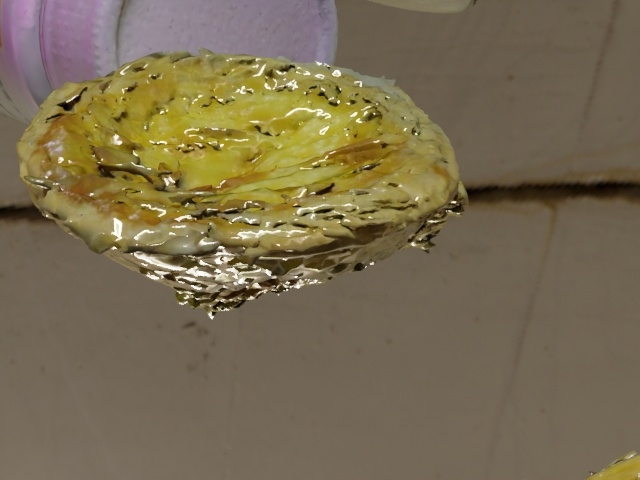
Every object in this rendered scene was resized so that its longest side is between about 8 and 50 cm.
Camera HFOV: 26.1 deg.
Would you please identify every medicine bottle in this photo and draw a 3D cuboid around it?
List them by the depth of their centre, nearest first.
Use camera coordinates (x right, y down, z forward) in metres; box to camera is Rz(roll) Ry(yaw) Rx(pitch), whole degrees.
[{"bbox_3d":[-0.170,-0.179,1.098,0.219,0.388,0.219,-11,-70,-30],"label":"medicine bottle"}]

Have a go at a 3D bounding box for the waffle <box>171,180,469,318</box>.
[{"bbox_3d":[-0.001,-0.002,1.080,0.245,0.052,0.254,-19,-10,-3],"label":"waffle"}]

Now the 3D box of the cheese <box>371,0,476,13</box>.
[{"bbox_3d":[0.110,-0.335,1.679,0.202,0.175,0.091,6,-94,-3],"label":"cheese"}]

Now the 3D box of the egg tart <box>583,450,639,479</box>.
[{"bbox_3d":[0.167,0.191,0.559,0.297,0.297,0.132,-30,-66,4],"label":"egg tart"}]

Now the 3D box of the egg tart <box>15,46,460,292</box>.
[{"bbox_3d":[-0.044,-0.029,0.760,0.252,0.232,0.098,-18,-55,-35],"label":"egg tart"}]
